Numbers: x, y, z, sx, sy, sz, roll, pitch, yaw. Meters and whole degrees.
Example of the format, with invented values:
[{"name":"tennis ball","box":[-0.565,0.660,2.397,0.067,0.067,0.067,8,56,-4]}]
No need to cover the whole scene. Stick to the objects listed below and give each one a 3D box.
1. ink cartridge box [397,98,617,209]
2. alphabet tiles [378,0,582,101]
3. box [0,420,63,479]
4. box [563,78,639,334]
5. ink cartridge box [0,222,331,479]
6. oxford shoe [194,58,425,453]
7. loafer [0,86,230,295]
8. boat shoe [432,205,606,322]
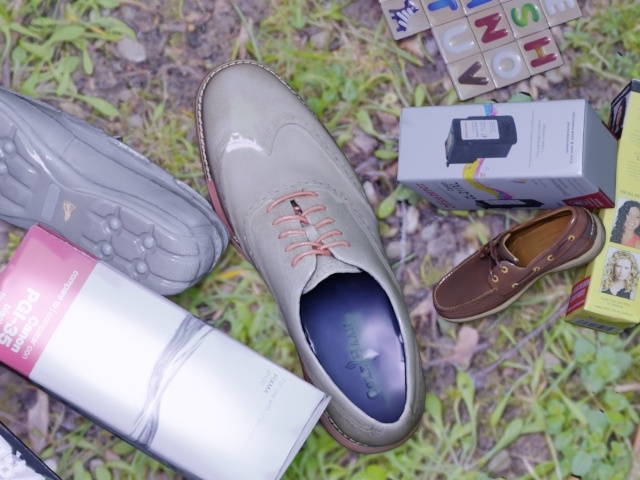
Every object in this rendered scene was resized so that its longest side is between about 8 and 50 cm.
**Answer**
[{"name":"ink cartridge box","box":[0.173,-0.075,1.359,0.175,0.127,0.072,-1,78,25]},{"name":"alphabet tiles","box":[0.147,-0.265,1.472,0.198,0.009,0.237,-21,86,-16]},{"name":"box","box":[-0.331,0.129,1.210,0.293,0.295,0.073,42,75,2]},{"name":"box","box":[0.293,-0.031,1.421,0.058,0.087,0.232,14,79,-2]},{"name":"ink cartridge box","box":[-0.148,0.117,1.277,0.283,0.207,0.117,31,78,0]},{"name":"oxford shoe","box":[0.000,0.000,1.347,0.140,0.146,0.397,-26,82,-8]},{"name":"loafer","box":[-0.229,-0.058,1.363,0.319,0.111,0.112,34,118,11]},{"name":"boat shoe","box":[0.176,0.016,1.378,0.178,0.060,0.064,-30,56,19]}]
